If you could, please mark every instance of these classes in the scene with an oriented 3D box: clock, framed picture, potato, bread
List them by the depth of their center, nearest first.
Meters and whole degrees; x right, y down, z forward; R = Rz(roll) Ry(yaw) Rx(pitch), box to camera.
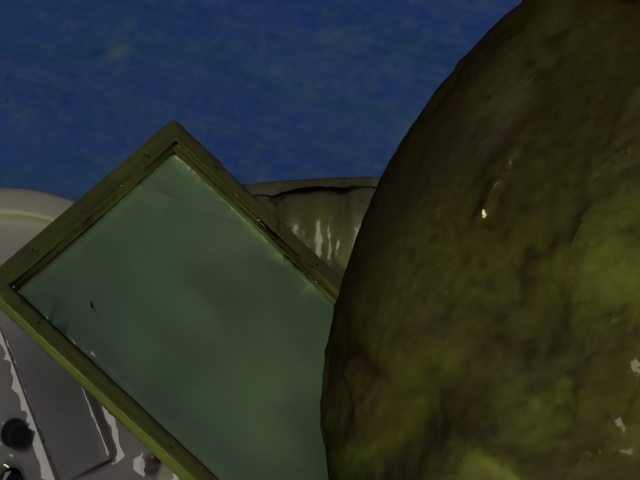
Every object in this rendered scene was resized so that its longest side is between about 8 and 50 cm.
[{"bbox_3d":[0.111,0.031,0.569,0.237,0.301,0.288,-25,33,11],"label":"potato"},{"bbox_3d":[-0.029,0.051,0.629,0.201,0.010,0.136,43,46,-1],"label":"framed picture"},{"bbox_3d":[-0.140,0.079,0.664,0.197,0.068,0.196,-3,75,11],"label":"clock"},{"bbox_3d":[-0.001,0.000,0.709,0.214,0.053,0.073,2,61,14],"label":"bread"}]
